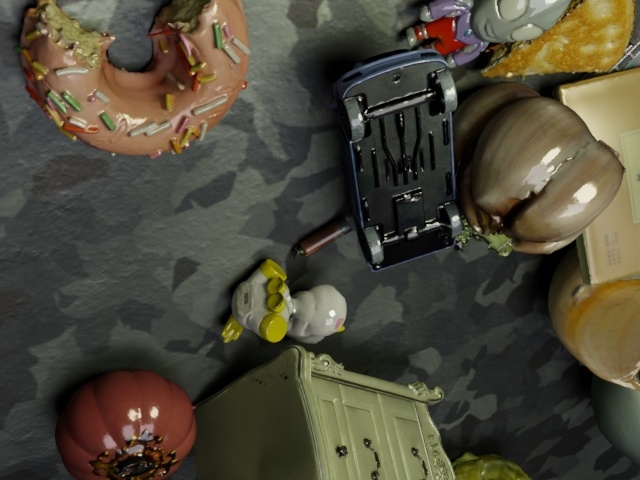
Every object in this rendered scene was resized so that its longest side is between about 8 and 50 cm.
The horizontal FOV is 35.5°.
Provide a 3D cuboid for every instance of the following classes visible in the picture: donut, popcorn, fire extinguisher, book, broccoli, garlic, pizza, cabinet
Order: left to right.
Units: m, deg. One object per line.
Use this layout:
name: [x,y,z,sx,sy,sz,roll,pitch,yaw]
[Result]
donut: [-0.175,-0.168,1.005,0.233,0.085,0.199,-21,135,-9]
fire extinguisher: [0.000,0.000,1.282,0.083,0.022,0.028,-31,165,-1]
cabinet: [0.029,0.339,1.361,0.318,0.290,0.227,21,135,-41]
popcorn: [0.281,0.460,1.719,0.198,0.198,0.212,-19,167,-13]
broccoli: [0.224,-0.021,1.338,0.097,0.092,0.095,-8,152,-42]
garlic: [0.246,-0.095,1.168,0.191,0.214,0.160,-37,176,-21]
pizza: [0.277,-0.248,1.197,0.199,0.062,0.188,-20,149,0]
garlic: [0.496,0.086,1.486,0.286,0.249,0.313,-40,144,-21]
book: [0.502,-0.112,1.302,0.389,0.032,0.268,-13,102,-10]

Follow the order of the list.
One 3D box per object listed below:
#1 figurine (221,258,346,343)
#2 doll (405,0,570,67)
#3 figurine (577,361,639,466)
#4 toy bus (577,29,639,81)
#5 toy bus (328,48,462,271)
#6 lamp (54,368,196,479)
figurine: [-0.035,0.095,1.308,0.178,0.109,0.129,9,148,-34]
doll: [0.207,-0.261,1.117,0.228,0.075,0.102,-19,138,18]
figurine: [0.636,0.273,1.708,0.382,0.224,0.205,-7,133,-24]
toy bus: [0.375,-0.214,1.292,0.130,0.037,0.052,-45,129,14]
toy bus: [0.083,-0.105,1.162,0.126,0.133,0.292,-18,136,-7]
lamp: [-0.246,0.251,1.280,0.182,0.140,0.182,-14,136,-14]
